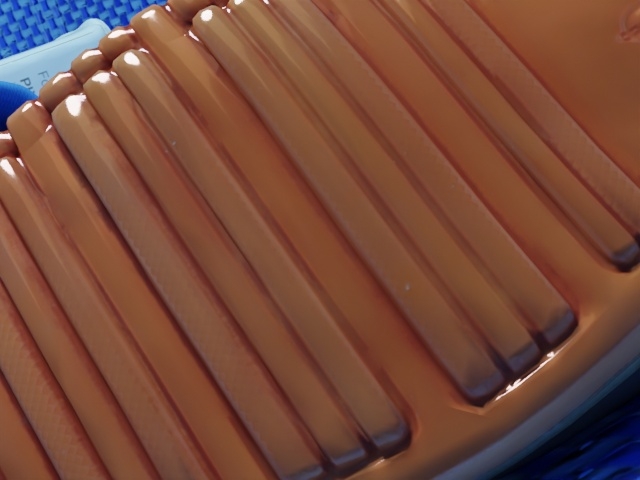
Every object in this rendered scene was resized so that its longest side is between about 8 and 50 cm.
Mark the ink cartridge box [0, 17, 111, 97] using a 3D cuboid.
[{"bbox_3d":[-0.293,0.037,1.015,0.384,0.160,0.279,-25,6,-28],"label":"ink cartridge box"}]

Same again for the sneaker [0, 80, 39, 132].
[{"bbox_3d":[-0.109,0.017,0.625,0.240,0.126,0.091,-19,6,29],"label":"sneaker"}]

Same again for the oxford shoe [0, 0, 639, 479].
[{"bbox_3d":[0.051,-0.004,0.439,0.363,0.130,0.133,-29,-27,-3],"label":"oxford shoe"}]
